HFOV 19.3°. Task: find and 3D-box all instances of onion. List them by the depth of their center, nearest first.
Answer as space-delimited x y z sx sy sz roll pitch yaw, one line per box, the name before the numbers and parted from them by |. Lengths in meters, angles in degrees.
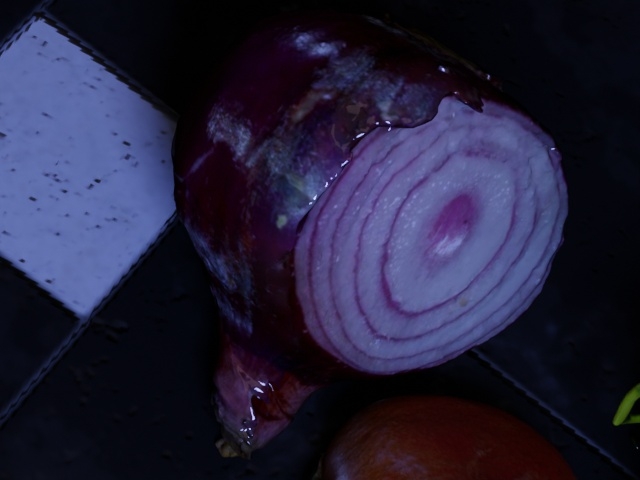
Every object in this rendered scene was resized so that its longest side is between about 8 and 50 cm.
onion | 0.000 0.000 0.885 0.140 0.218 0.195 37 9 33

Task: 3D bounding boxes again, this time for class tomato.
tomato | 0.064 0.134 0.861 0.139 0.091 0.159 21 56 -14

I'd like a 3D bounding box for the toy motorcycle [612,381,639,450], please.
toy motorcycle | 0.205 0.174 0.866 0.206 0.142 0.342 32 55 -2
